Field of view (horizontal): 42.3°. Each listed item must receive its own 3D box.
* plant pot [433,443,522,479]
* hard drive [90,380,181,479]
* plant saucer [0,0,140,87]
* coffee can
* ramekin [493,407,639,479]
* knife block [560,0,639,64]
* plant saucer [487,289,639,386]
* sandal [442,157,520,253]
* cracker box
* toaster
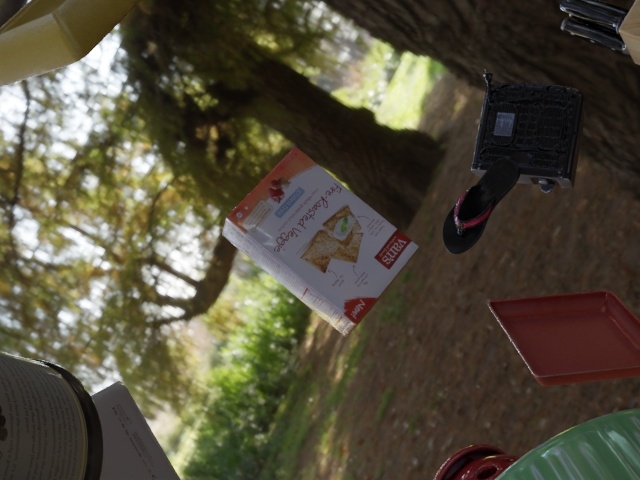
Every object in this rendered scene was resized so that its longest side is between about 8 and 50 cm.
[{"bbox_3d":[0.271,0.412,1.238,0.191,0.191,0.174,-61,26,-7],"label":"plant pot"},{"bbox_3d":[-0.310,0.347,1.250,0.047,0.233,0.353,-31,-2,1],"label":"hard drive"},{"bbox_3d":[-0.468,-0.436,1.552,0.332,0.081,0.333,-3,44,40],"label":"plant saucer"},{"bbox_3d":[-0.345,0.175,0.690,0.202,0.201,0.275,-61,-27,-7],"label":"coffee can"},{"bbox_3d":[0.291,0.307,0.838,0.303,0.303,0.148,-59,40,31],"label":"ramekin"},{"bbox_3d":[0.408,-0.237,0.963,0.242,0.088,0.276,-19,65,28],"label":"knife block"},{"bbox_3d":[0.468,0.182,1.518,0.259,0.258,0.048,-109,16,-64],"label":"plant saucer"},{"bbox_3d":[0.252,-0.058,1.341,0.179,0.067,0.040,-56,-25,16],"label":"sandal"},{"bbox_3d":[0.000,0.000,1.166,0.156,0.232,0.067,-49,-5,-25],"label":"cracker box"},{"bbox_3d":[0.354,-0.181,1.403,0.110,0.168,0.186,30,-111,-67],"label":"toaster"}]
